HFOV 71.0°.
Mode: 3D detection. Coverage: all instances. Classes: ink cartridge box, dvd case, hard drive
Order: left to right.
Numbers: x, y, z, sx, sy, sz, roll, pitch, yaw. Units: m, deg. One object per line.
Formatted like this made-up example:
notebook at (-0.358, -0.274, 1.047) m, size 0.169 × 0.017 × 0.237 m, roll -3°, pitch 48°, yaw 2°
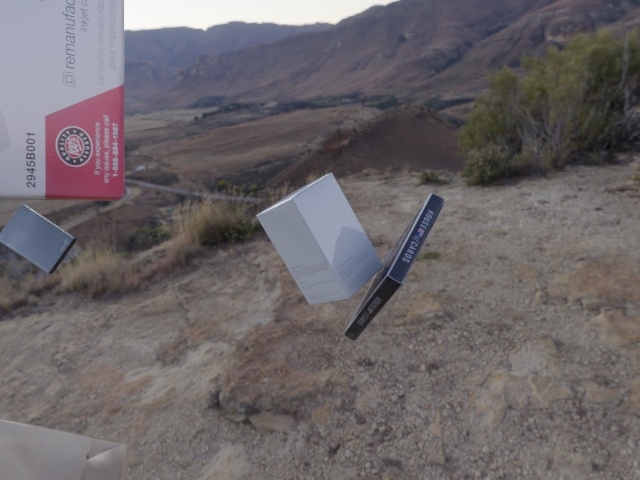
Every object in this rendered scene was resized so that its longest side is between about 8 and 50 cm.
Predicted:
ink cartridge box at (-0.238, -0.104, 0.260) m, size 0.218 × 0.158 × 0.092 m, roll -2°, pitch 9°, yaw -36°
hard drive at (-0.616, -0.002, 0.979) m, size 0.135 × 0.094 × 0.022 m, roll 34°, pitch -4°, yaw -1°
dvd case at (0.117, 0.052, 0.747) m, size 0.030 × 0.238 × 0.179 m, roll 30°, pitch 57°, yaw 6°

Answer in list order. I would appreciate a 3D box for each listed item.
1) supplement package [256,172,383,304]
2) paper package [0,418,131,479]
supplement package at (0.000, 0.000, 0.735) m, size 0.105 × 0.179 × 0.105 m, roll -18°, pitch 15°, yaw 49°
paper package at (-0.309, 0.369, 0.363) m, size 0.168 × 0.324 × 0.309 m, roll 24°, pitch 9°, yaw -23°
